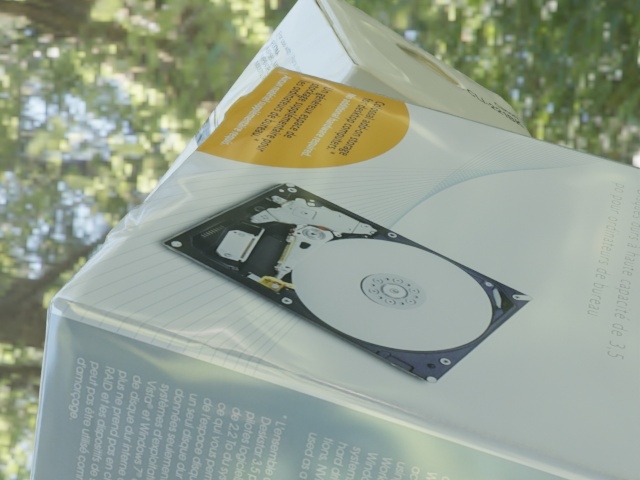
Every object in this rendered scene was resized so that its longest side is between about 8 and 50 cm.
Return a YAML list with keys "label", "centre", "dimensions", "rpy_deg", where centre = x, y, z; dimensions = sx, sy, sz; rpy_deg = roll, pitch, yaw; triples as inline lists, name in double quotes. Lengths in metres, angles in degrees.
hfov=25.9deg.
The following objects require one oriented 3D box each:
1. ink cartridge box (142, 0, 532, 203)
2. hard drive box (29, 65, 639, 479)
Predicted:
- label: "ink cartridge box"
  centre: [0.000, 0.000, 0.932]
  dimensions: [0.197, 0.114, 0.273]
  rpy_deg: [26, -68, -32]
- label: "hard drive box"
  centre: [0.061, 0.046, 0.398]
  dimensions: [0.181, 0.232, 0.089]
  rpy_deg: [-59, -16, -61]
